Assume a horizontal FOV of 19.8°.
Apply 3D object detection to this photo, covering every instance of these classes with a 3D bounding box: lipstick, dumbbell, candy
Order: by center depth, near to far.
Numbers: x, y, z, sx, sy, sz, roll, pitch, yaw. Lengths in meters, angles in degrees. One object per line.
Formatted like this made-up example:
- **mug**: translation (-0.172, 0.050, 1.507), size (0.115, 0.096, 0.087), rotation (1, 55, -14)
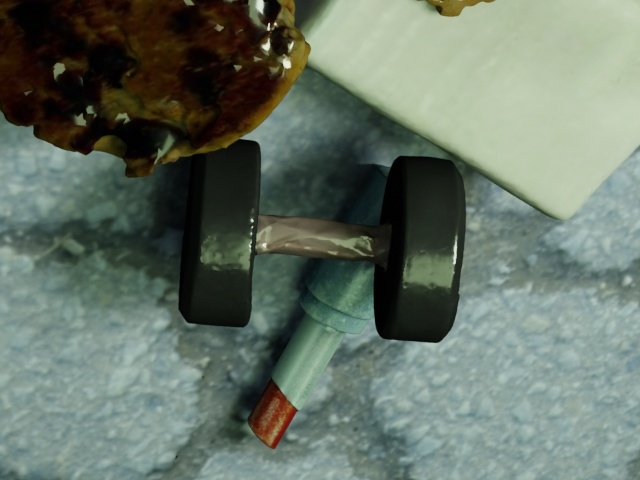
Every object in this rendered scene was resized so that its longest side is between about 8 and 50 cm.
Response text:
- **candy**: translation (0.127, -0.176, 1.462), size (0.358, 0.145, 0.208), rotation (30, 103, -35)
- **dumbbell**: translation (0.000, 0.000, 1.469), size (0.218, 0.152, 0.153), rotation (5, 119, -5)
- **lipstick**: translation (0.009, 0.065, 1.607), size (0.068, 0.061, 0.274), rotation (20, 109, -29)

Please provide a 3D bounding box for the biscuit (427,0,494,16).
- **biscuit**: translation (0.104, -0.206, 1.333), size (0.082, 0.016, 0.092), rotation (2, 120, -25)

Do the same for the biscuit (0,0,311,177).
- **biscuit**: translation (-0.153, -0.208, 1.299), size (0.289, 0.081, 0.334), rotation (-31, 110, 18)
